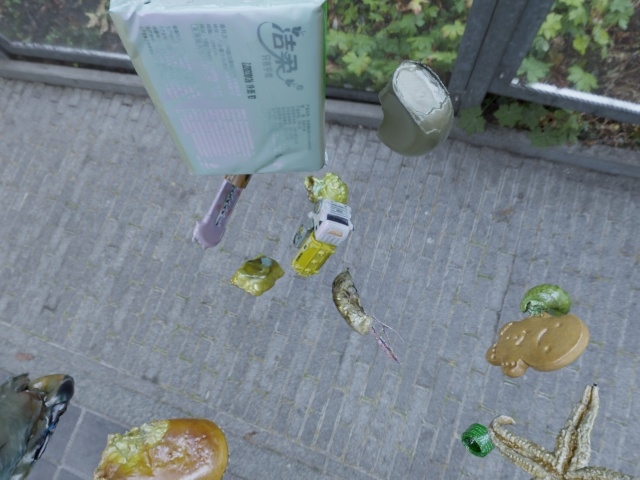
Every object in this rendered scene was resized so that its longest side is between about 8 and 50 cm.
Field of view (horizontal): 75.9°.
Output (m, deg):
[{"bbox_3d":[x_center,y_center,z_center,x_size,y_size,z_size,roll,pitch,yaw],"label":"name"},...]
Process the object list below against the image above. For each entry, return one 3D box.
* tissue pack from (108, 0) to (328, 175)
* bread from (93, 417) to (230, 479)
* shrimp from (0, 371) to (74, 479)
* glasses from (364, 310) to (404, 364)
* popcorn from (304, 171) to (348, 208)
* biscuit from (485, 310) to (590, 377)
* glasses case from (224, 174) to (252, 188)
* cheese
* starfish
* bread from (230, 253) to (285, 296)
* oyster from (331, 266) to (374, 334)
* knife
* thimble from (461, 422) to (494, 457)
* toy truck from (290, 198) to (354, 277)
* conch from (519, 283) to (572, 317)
[{"bbox_3d":[-0.153,-0.319,0.795,0.330,0.405,0.206,-4,62,-2],"label":"tissue pack"},{"bbox_3d":[-0.309,0.453,0.813,0.249,0.133,0.179,0,41,-19],"label":"bread"},{"bbox_3d":[-0.390,0.285,0.457,0.109,0.446,0.222,2,102,-10],"label":"shrimp"},{"bbox_3d":[0.267,0.392,1.696,0.095,0.162,0.256,-37,76,0],"label":"glasses"},{"bbox_3d":[0.020,-0.202,1.750,0.212,0.198,0.198,26,83,-6],"label":"popcorn"},{"bbox_3d":[0.690,0.328,1.334,0.052,0.355,0.275,44,69,-4],"label":"biscuit"},{"bbox_3d":[-0.191,-0.223,1.104,0.170,0.064,0.041,-57,39,19],"label":"glasses case"},{"bbox_3d":[0.185,-0.257,0.863,0.091,0.202,0.175,-35,88,-16],"label":"cheese"},{"bbox_3d":[0.671,0.563,1.095,0.431,0.324,0.082,-30,116,32],"label":"starfish"},{"bbox_3d":[-0.262,0.137,1.739,0.160,0.088,0.233,20,37,17],"label":"bread"},{"bbox_3d":[0.085,0.188,1.333,0.093,0.294,0.166,-22,101,-4],"label":"oyster"},{"bbox_3d":[-0.250,-0.149,1.177,0.038,0.132,0.399,0,59,40],"label":"knife"},{"bbox_3d":[0.653,0.829,1.702,0.090,0.130,0.118,-24,60,-28],"label":"thimble"},{"bbox_3d":[0.000,0.000,1.100,0.097,0.227,0.114,16,47,-21],"label":"toy truck"},{"bbox_3d":[0.447,0.129,0.826,0.121,0.089,0.074,-5,51,-32],"label":"conch"}]
